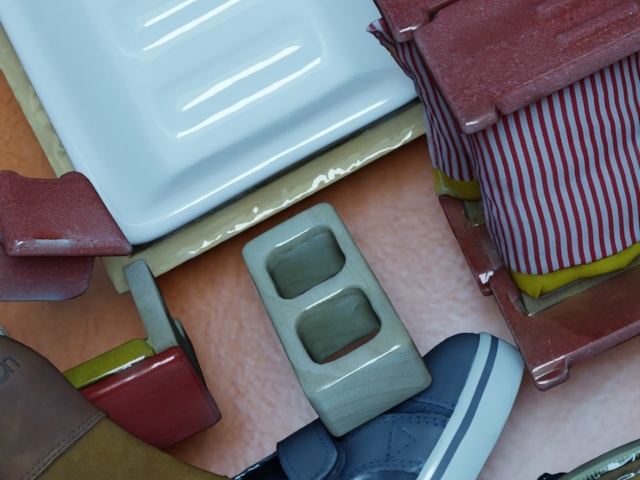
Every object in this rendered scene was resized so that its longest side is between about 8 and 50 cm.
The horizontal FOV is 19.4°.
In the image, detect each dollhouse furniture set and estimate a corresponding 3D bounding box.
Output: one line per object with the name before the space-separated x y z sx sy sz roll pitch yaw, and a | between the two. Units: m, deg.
dollhouse furniture set | 0.000 0.000 0.918 0.374 0.201 0.152 -27 45 -1

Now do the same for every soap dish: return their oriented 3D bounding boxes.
soap dish | -0.074 -0.142 1.066 0.229 0.118 0.291 -28 78 0

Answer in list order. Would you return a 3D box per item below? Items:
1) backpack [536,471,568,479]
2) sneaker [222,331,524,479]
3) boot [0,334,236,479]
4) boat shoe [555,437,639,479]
backpack | 0.156 0.185 0.986 0.084 0.105 0.114 2 91 3
sneaker | -0.022 0.164 0.992 0.127 0.126 0.321 35 86 -2
boot | -0.137 0.191 0.848 0.280 0.096 0.264 30 63 2
boat shoe | 0.099 0.205 0.884 0.307 0.104 0.111 -38 98 6
